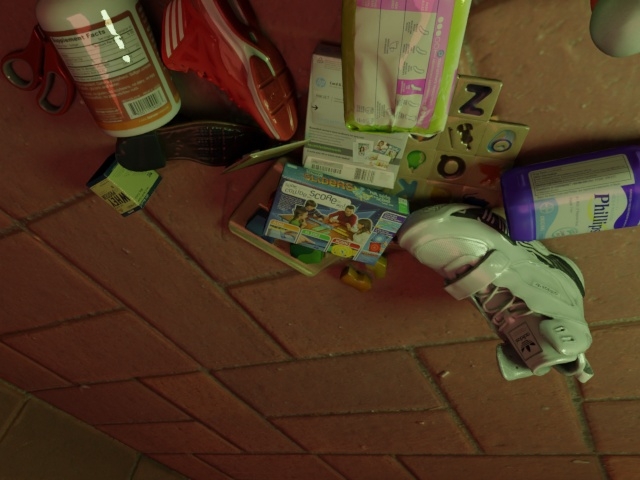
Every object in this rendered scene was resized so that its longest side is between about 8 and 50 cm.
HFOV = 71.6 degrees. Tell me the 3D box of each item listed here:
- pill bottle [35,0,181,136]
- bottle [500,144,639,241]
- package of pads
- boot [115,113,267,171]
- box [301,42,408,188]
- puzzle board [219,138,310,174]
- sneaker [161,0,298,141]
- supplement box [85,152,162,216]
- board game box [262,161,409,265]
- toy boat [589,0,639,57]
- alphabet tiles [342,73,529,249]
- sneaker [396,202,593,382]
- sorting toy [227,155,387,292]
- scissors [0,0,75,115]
[{"bbox_3d":[-0.274,-0.254,0.568,0.121,0.121,0.216,1,135,14],"label":"pill bottle"},{"bbox_3d":[0.400,-0.069,0.603,0.283,0.092,0.118,-9,144,21],"label":"bottle"},{"bbox_3d":[0.081,-0.265,0.383,0.101,0.229,0.296,7,136,8],"label":"package of pads"},{"bbox_3d":[-0.198,-0.171,0.683,0.220,0.106,0.082,-8,136,-18],"label":"boot"},{"bbox_3d":[0.053,-0.166,0.620,0.145,0.038,0.186,11,138,3],"label":"box"},{"bbox_3d":[-0.085,-0.124,0.652,0.128,0.097,0.011,-4,106,59],"label":"puzzle board"},{"bbox_3d":[-0.125,-0.228,0.601,0.128,0.087,0.221,-6,122,33],"label":"sneaker"},{"bbox_3d":[-0.339,-0.103,0.773,0.056,0.083,0.083,-18,130,31],"label":"supplement box"},{"bbox_3d":[0.020,-0.036,0.711,0.202,0.035,0.136,16,136,-10],"label":"board game box"},{"bbox_3d":[0.293,-0.311,0.327,0.268,0.148,0.318,13,140,12],"label":"toy boat"},{"bbox_3d":[0.141,-0.103,0.700,0.286,0.011,0.342,9,137,4],"label":"alphabet tiles"},{"bbox_3d":[0.286,0.086,0.702,0.366,0.210,0.137,23,137,-16],"label":"sneaker"},{"bbox_3d":[0.000,0.000,0.810,0.307,0.041,0.229,31,139,-16],"label":"sorting toy"},{"bbox_3d":[-0.378,-0.295,0.631,0.109,0.021,0.297,37,132,-20],"label":"scissors"}]
